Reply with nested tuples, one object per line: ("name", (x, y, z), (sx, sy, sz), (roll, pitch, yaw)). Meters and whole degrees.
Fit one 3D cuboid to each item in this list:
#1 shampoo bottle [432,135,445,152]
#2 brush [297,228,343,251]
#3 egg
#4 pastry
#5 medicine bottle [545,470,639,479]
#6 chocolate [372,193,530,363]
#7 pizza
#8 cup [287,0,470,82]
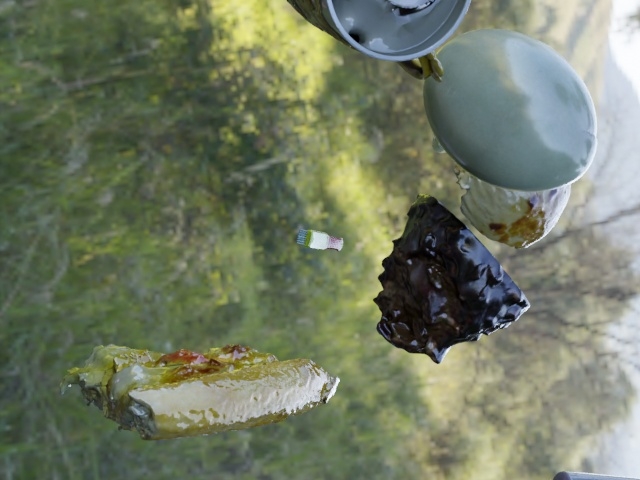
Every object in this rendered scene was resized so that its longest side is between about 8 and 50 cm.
("shampoo bottle", (0.209, -0.169, 2.095), (0.141, 0.034, 0.049), (-100, -146, -85))
("brush", (0.000, 0.000, 1.300), (0.083, 0.021, 0.019), (9, 92, -64))
("egg", (0.238, -0.162, 1.593), (0.253, 0.186, 0.186), (48, -12, 27))
("pastry", (0.418, -0.119, 2.608), (0.237, 0.256, 0.170), (49, -35, -4))
("medicine bottle", (0.343, 0.332, 1.651), (0.057, 0.199, 0.058), (-172, -90, -70))
("chocolate", (0.149, 0.070, 1.730), (0.224, 0.177, 0.206), (44, -4, 39))
("pizza", (-0.164, 0.142, 1.282), (0.280, 0.287, 0.075), (-3, 95, -58))
("cup", (0.067, -0.294, 1.507), (0.241, 0.185, 0.226), (60, -11, -26))
